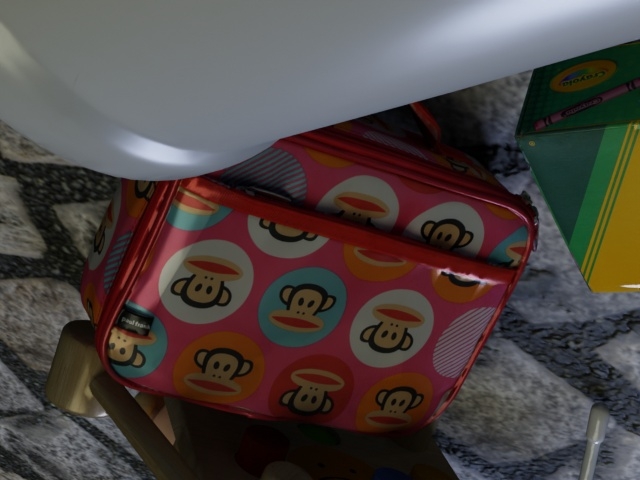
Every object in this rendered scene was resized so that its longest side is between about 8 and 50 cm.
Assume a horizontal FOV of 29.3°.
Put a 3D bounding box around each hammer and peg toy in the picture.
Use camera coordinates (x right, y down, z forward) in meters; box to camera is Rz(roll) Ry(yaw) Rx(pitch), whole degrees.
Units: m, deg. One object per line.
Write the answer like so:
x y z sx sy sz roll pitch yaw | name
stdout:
-0.032 0.189 0.933 0.361 0.266 0.127 15 108 -23 | hammer and peg toy

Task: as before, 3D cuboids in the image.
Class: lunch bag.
0.000 0.000 0.869 0.293 0.120 0.258 15 113 -27 | lunch bag

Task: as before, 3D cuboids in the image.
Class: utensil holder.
0.050 -0.219 0.473 0.386 0.327 0.327 -12 134 33 | utensil holder

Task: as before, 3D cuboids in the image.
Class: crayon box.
0.286 -0.052 0.779 0.278 0.081 0.165 -5 138 31 | crayon box

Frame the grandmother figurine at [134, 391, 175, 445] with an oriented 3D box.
-0.023 0.226 1.186 0.342 0.104 0.207 35 104 17 | grandmother figurine

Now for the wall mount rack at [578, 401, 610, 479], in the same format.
0.157 0.261 1.236 0.350 0.130 0.304 11 148 13 | wall mount rack
